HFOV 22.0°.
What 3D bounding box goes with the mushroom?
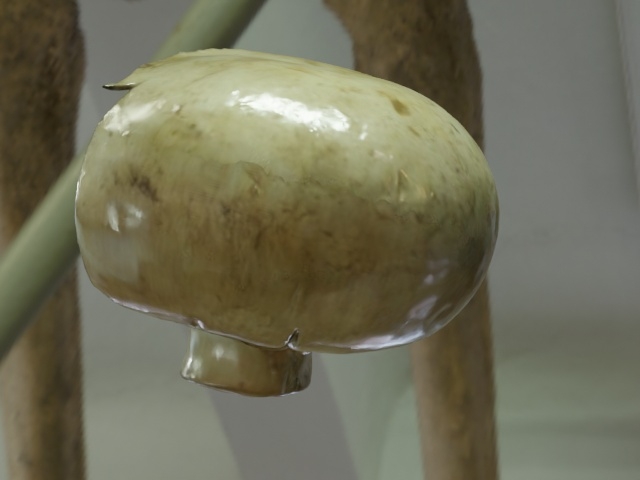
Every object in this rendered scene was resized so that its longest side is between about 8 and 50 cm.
[{"bbox_3d":[0.000,0.000,0.920,0.189,0.253,0.195,14,-79,36],"label":"mushroom"}]
